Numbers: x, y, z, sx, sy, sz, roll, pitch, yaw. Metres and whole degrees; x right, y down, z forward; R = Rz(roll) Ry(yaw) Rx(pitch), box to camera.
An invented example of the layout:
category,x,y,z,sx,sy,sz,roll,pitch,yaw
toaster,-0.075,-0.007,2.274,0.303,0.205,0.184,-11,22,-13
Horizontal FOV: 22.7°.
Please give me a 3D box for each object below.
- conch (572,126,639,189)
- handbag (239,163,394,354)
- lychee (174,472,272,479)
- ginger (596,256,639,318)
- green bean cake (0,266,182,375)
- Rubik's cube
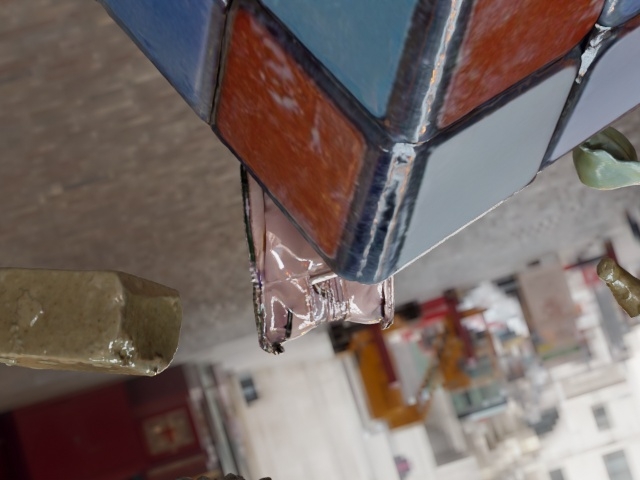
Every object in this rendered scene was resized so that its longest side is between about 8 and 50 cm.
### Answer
category,x,y,z,sx,sy,sz,roll,pitch,yaw
conch,0.295,-0.076,1.610,0.065,0.088,0.180,-51,158,5
handbag,-0.002,0.000,1.314,0.116,0.179,0.205,-6,-175,-1
lychee,-0.081,0.387,1.157,0.380,0.432,0.380,15,170,3
ginger,0.254,0.047,1.291,0.030,0.048,0.097,-55,139,-2
green bean cake,-0.224,0.072,1.413,0.179,0.085,0.109,2,169,24
Rubik's cube,0.064,-0.222,0.978,0.313,0.318,0.316,-32,156,-27
